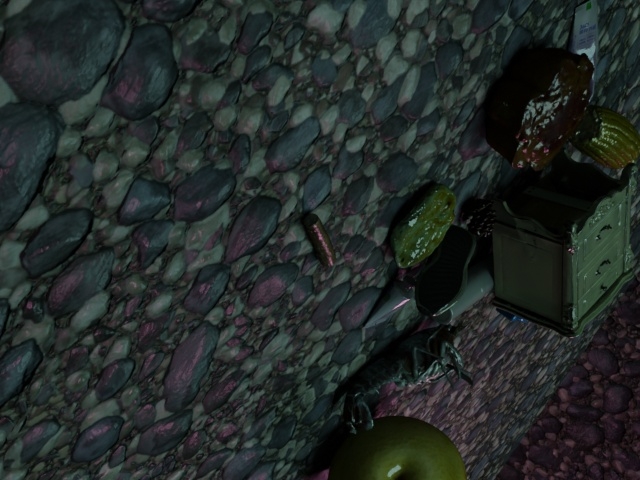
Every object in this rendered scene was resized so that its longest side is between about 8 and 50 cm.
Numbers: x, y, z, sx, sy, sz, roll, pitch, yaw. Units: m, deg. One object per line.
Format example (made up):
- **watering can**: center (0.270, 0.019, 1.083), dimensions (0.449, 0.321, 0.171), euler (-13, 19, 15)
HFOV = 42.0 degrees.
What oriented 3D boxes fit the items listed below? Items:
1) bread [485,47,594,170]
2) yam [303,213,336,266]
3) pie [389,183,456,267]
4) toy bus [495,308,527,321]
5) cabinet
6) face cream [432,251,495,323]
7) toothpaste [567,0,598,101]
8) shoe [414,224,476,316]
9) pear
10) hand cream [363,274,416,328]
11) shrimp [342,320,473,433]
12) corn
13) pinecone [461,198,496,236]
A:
- **bread**: center (0.425, -0.260, 1.616), dimensions (0.232, 0.135, 0.246), euler (-6, 127, -53)
- **yam**: center (0.000, 0.000, 1.388), dimensions (0.032, 0.032, 0.145), euler (-46, 151, -13)
- **pie**: center (0.201, -0.029, 1.641), dimensions (0.187, 0.041, 0.186), euler (-36, 147, -28)
- **toy bus**: center (0.570, 0.103, 2.254), dimensions (0.134, 0.113, 0.246), euler (-14, 132, -43)
- **cabinet**: center (0.564, -0.004, 1.924), dimensions (0.290, 0.228, 0.317), euler (-36, 132, -31)
- **face cream**: center (0.358, 0.109, 1.986), dimensions (0.250, 0.077, 0.077), euler (-30, 144, -36)
- **toothpaste**: center (0.550, -0.373, 1.769), dimensions (0.075, 0.048, 0.301), euler (-15, 134, -8)
- **shoe**: center (0.255, 0.075, 1.745), dimensions (0.112, 0.099, 0.227), euler (104, 11, -60)
- **pear**: center (0.183, 0.589, 1.999), dimensions (0.348, 0.348, 0.348), euler (-36, 147, -28)
- **hand cream**: center (0.149, 0.129, 1.745), dimensions (0.084, 0.053, 0.142), euler (-11, 146, -50)
- **shrimp**: center (0.213, 0.300, 1.921), dimensions (0.411, 0.166, 0.221), euler (-16, 169, -30)
- **corn**: center (0.691, -0.252, 2.029), dimensions (0.344, 0.131, 0.131), euler (5, 118, -57)
- **pinecone**: center (0.345, -0.049, 1.793), dimensions (0.077, 0.077, 0.083), euler (-33, 105, -33)
